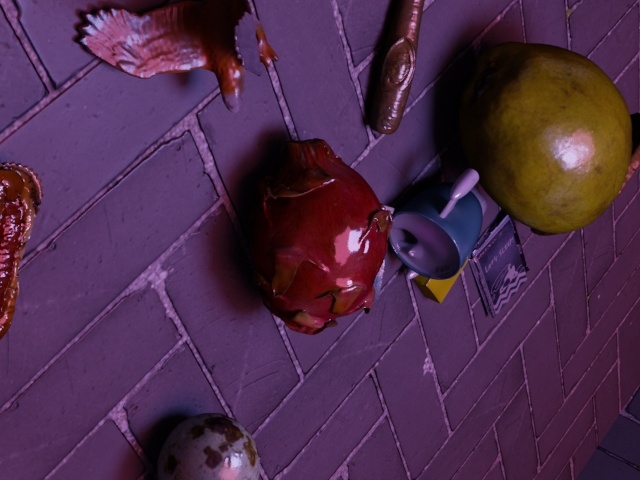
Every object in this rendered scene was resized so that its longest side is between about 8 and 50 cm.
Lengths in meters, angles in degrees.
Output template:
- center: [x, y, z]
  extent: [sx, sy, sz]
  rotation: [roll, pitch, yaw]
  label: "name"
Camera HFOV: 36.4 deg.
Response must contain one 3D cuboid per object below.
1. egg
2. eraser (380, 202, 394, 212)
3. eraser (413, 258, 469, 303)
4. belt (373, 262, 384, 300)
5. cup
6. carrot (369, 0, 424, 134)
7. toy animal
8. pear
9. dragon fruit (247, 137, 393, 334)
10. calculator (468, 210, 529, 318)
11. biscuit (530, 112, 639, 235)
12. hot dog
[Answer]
- center: [-0.187, 0.388, 1.612]
  extent: [0.169, 0.169, 0.231]
  rotation: [-28, 142, -41]
  label: "egg"
- center: [0.099, -0.012, 1.859]
  extent: [0.052, 0.029, 0.122]
  rotation: [13, 100, -54]
  label: "eraser"
- center: [0.259, 0.061, 2.095]
  extent: [0.122, 0.045, 0.097]
  rotation: [-57, 143, -10]
  label: "eraser"
- center: [0.064, 0.032, 1.750]
  extent: [0.082, 0.147, 0.163]
  rotation: [6, 78, -16]
  label: "belt"
- center: [0.243, -0.037, 1.925]
  extent: [0.173, 0.167, 0.300]
  rotation: [-47, 168, -37]
  label: "cup"
- center: [0.143, -0.352, 1.689]
  extent: [0.070, 0.070, 0.343]
  rotation: [-8, 114, -50]
  label: "carrot"
- center: [-0.148, -0.336, 1.312]
  extent: [0.302, 0.224, 0.284]
  rotation: [30, 65, -67]
  label: "toy animal"
- center: [0.442, -0.206, 1.911]
  extent: [0.352, 0.352, 0.413]
  rotation: [-55, 131, -15]
  label: "pear"
- center: [0.000, -0.004, 1.578]
  extent: [0.250, 0.250, 0.315]
  rotation: [16, 81, -54]
  label: "dragon fruit"
- center: [0.429, 0.061, 2.331]
  extent: [0.166, 0.028, 0.274]
  rotation: [-47, 139, -19]
  label: "calculator"
- center: [0.613, -0.149, 2.228]
  extent: [0.046, 0.359, 0.359]
  rotation: [38, 76, -14]
  label: "biscuit"
- center: [-0.414, 0.022, 1.185]
  extent: [0.131, 0.069, 0.253]
  rotation: [10, 101, -53]
  label: "hot dog"
